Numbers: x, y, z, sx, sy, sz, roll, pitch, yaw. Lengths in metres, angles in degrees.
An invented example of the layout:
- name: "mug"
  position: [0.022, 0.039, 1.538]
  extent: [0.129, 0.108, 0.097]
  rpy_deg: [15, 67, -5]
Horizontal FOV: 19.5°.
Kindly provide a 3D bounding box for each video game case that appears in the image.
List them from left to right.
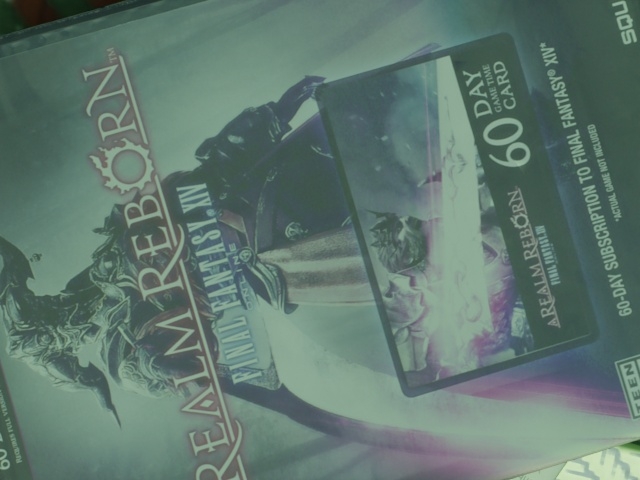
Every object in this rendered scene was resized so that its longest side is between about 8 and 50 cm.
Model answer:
- name: "video game case"
  position: [0.000, 0.000, 0.647]
  extent: [0.274, 0.026, 0.196]
  rpy_deg: [-16, 89, -7]

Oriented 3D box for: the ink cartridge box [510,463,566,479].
- name: "ink cartridge box"
  position: [0.051, -0.013, 0.692]
  extent: [0.171, 0.056, 0.235]
  rpy_deg: [36, 87, -4]
